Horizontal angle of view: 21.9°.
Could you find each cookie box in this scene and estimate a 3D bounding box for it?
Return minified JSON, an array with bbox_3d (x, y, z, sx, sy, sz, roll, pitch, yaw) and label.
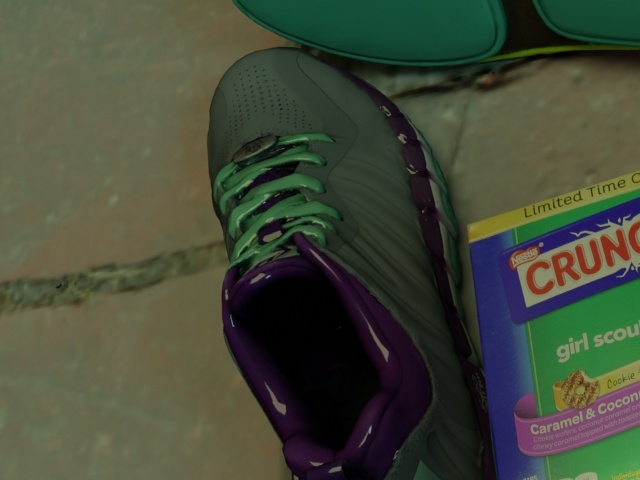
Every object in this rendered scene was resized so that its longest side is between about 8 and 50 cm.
[{"bbox_3d":[0.098,0.034,0.507,0.092,0.040,0.107,-19,55,22],"label":"cookie box"}]

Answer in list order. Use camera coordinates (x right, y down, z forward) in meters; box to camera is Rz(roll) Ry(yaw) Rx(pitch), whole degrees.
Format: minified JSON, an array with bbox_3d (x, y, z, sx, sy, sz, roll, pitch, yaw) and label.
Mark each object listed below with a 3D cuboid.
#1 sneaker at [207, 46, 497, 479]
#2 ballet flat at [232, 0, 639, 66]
[{"bbox_3d":[0.000,0.000,0.548,0.083,0.098,0.224,-32,52,11],"label":"sneaker"},{"bbox_3d":[0.076,-0.106,0.590,0.231,0.077,0.077,6,45,30],"label":"ballet flat"}]
